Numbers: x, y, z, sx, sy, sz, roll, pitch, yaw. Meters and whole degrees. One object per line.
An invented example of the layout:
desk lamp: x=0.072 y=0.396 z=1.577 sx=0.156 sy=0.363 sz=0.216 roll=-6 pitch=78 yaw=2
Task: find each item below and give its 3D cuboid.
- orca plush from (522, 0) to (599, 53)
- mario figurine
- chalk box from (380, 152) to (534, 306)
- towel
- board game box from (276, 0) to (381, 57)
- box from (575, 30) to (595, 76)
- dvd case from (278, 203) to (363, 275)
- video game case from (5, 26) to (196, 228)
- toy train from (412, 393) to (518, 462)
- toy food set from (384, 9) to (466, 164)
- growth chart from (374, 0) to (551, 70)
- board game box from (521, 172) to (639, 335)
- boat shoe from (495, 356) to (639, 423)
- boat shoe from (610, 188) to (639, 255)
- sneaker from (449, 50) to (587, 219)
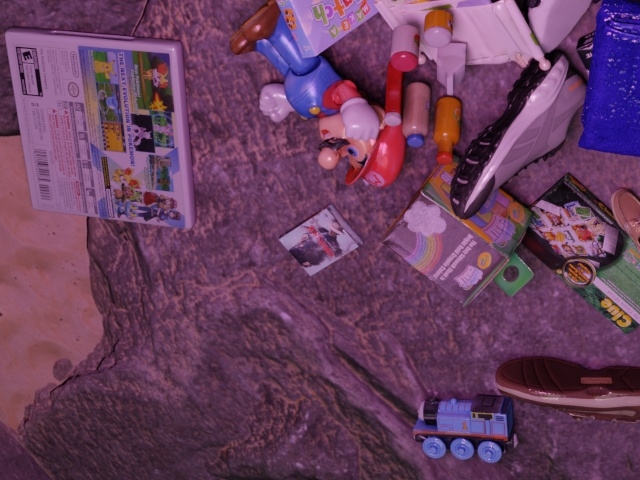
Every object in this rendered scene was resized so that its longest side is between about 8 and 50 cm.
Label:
orca plush: x=0.314 y=-0.388 z=1.540 sx=0.102 sy=0.151 sz=0.287 roll=52 pitch=159 yaw=30
mario figurine: x=-0.010 y=-0.193 z=1.716 sx=0.320 sy=0.198 sz=0.170 roll=46 pitch=110 yaw=-6
chalk box: x=0.227 y=-0.004 z=1.760 sx=0.213 sy=0.132 sz=0.132 roll=38 pitch=132 yaw=0
towel: x=0.509 y=-0.199 z=1.543 sx=0.308 sy=0.076 sz=0.228 roll=8 pitch=121 yaw=13
board game box: x=-0.007 y=-0.386 z=1.617 sx=0.039 sy=0.160 sz=0.211 roll=4 pitch=127 yaw=51
box: x=0.489 y=-0.242 z=1.602 sx=0.220 sy=0.051 sz=0.175 roll=-23 pitch=110 yaw=28
dvd case: x=0.000 y=0.000 z=1.929 sx=0.119 sy=0.013 sz=0.087 roll=-32 pitch=106 yaw=30
video game case: x=-0.359 y=-0.183 z=1.925 sx=0.300 sy=0.036 sz=0.329 roll=7 pitch=121 yaw=14
toy train: x=0.248 y=0.318 z=2.003 sx=0.184 sy=0.080 sz=0.105 roll=1 pitch=111 yaw=20
toy food set: x=0.147 y=-0.210 z=1.636 sx=0.111 sy=0.104 sz=0.232 roll=2 pitch=151 yaw=7
growth chart: x=0.188 y=-0.300 z=1.615 sx=0.237 sy=0.021 sz=0.172 roll=8 pitch=147 yaw=38
board game box: x=0.427 y=0.023 z=1.795 sx=0.259 sy=0.030 sz=0.136 roll=41 pitch=121 yaw=-8
boat shoe: x=0.414 y=0.258 z=1.901 sx=0.257 sy=0.095 sz=0.095 roll=5 pitch=127 yaw=15
boat shoe: x=0.480 y=-0.018 z=1.726 sx=0.050 sy=0.045 sz=0.135 roll=-35 pitch=97 yaw=-6
sneaker: x=0.286 y=-0.135 z=1.651 sx=0.108 sy=0.100 sz=0.271 roll=38 pitch=91 yaw=-18
